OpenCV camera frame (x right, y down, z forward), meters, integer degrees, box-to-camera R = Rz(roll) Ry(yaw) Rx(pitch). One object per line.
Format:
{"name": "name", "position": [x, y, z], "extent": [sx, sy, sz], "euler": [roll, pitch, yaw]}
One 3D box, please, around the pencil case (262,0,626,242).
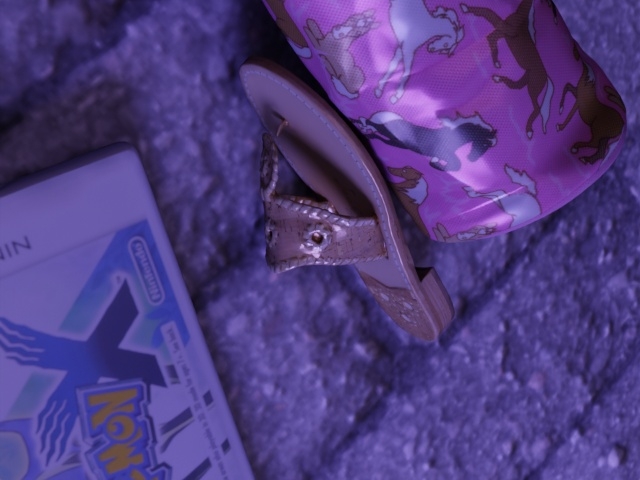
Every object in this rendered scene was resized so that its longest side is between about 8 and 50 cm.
{"name": "pencil case", "position": [0.043, -0.176, 0.510], "extent": [0.167, 0.160, 0.386], "euler": [-24, 123, 16]}

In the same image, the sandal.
{"name": "sandal", "position": [0.004, 0.001, 0.574], "extent": [0.079, 0.088, 0.240], "euler": [-48, 122, -19]}

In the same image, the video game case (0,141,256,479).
{"name": "video game case", "position": [-0.191, 0.147, 0.515], "extent": [0.300, 0.036, 0.329], "euler": [-25, 109, -24]}
